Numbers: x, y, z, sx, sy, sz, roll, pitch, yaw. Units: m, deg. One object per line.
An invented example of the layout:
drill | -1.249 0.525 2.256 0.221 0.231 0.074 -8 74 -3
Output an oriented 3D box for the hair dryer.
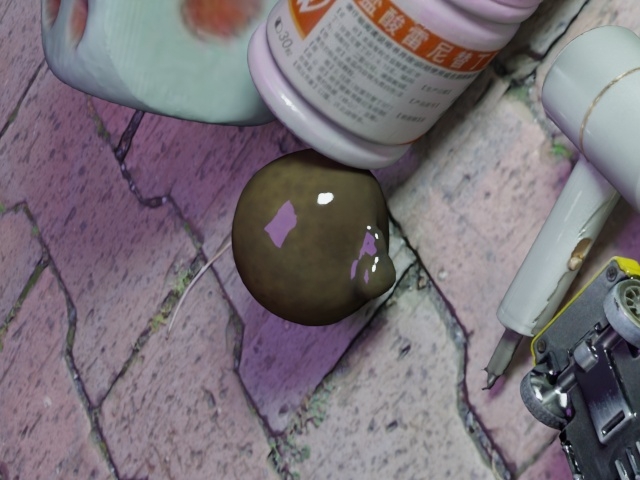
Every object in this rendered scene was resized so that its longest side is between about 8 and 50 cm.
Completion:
hair dryer | 0.229 0.003 1.530 0.173 0.107 0.357 57 133 45

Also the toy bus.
toy bus | 0.281 0.183 1.340 0.144 0.152 0.330 -51 41 38

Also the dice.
dice | -0.152 -0.286 1.922 0.262 0.264 0.268 37 117 61

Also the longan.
longan | 0.000 0.000 1.754 0.204 0.159 0.185 35 119 40

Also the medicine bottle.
medicine bottle | 0.091 -0.240 1.673 0.316 0.202 0.202 -49 45 33
